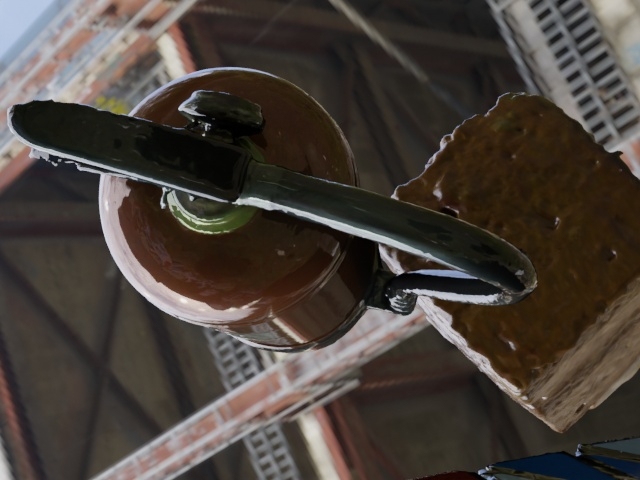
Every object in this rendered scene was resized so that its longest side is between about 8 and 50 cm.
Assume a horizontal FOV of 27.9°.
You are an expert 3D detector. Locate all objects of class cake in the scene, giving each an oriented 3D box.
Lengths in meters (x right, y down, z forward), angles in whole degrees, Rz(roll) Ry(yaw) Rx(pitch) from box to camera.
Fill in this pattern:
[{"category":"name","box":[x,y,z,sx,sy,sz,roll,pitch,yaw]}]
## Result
[{"category":"cake","box":[0.194,0.031,1.112,0.199,0.196,0.293,44,180,26]}]

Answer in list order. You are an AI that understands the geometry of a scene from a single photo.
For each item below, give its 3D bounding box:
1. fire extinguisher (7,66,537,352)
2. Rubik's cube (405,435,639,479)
[{"category":"fire extinguisher","box":[-0.003,-0.011,0.637,0.376,0.200,0.113,51,-146,-80]},{"category":"Rubik's cube","box":[0.126,0.144,0.510,0.234,0.250,0.284,30,-121,-23]}]
